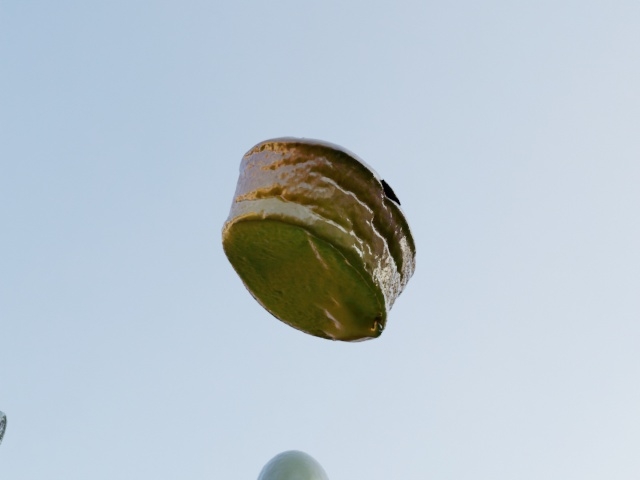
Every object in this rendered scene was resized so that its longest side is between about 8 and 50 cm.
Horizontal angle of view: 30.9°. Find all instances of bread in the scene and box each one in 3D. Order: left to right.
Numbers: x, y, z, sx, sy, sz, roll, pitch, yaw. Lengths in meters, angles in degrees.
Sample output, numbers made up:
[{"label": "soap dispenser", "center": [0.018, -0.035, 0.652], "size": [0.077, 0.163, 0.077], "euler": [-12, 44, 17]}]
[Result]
[{"label": "bread", "center": [0.000, 0.000, 1.297], "size": [0.195, 0.143, 0.270], "euler": [3, -35, 30]}]

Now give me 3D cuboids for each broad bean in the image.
[{"label": "broad bean", "center": [-0.046, 0.436, 1.653], "size": [0.119, 0.291, 0.238], "euler": [5, -47, -6]}]

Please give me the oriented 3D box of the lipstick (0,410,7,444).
[{"label": "lipstick", "center": [-0.342, 0.160, 1.036], "size": [0.116, 0.037, 0.037], "euler": [11, -39, 2]}]
